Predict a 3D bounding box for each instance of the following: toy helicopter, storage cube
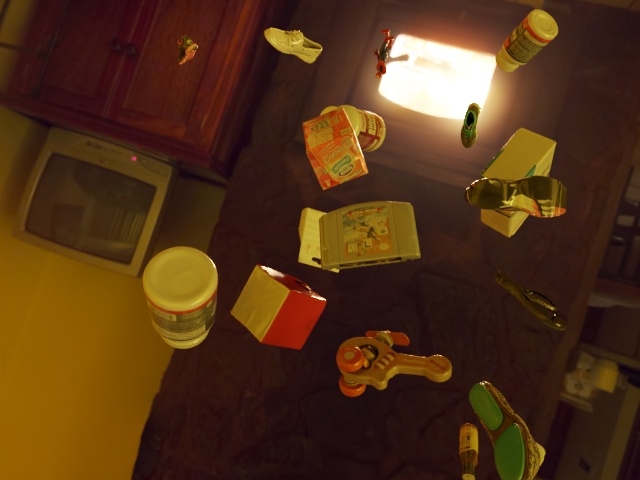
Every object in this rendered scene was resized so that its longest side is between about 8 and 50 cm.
[{"bbox_3d":[0.229,0.371,1.422,0.355,0.140,0.235,3,-148,18],"label":"toy helicopter"},{"bbox_3d":[-0.135,0.217,1.456,0.183,0.215,0.193,32,-177,40],"label":"storage cube"}]

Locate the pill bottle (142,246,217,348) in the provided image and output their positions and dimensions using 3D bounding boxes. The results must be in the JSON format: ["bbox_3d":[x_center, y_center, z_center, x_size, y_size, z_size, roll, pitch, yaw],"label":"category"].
[{"bbox_3d":[-0.436,0.196,1.435,0.210,0.210,0.363,19,144,-2],"label":"pill bottle"}]

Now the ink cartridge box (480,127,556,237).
[{"bbox_3d":[0.434,-0.123,1.013,0.086,0.148,0.203,36,168,30],"label":"ink cartridge box"}]

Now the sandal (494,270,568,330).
[{"bbox_3d":[0.649,0.179,1.382,0.254,0.054,0.097,41,-158,10],"label":"sandal"}]

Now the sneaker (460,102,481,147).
[{"bbox_3d":[0.543,-0.416,1.663,0.065,0.166,0.076,12,-147,25],"label":"sneaker"}]

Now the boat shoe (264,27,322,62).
[{"bbox_3d":[-0.110,-0.853,1.934,0.277,0.098,0.096,3,156,-43],"label":"boat shoe"}]

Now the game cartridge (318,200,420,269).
[{"bbox_3d":[0.142,-0.020,1.385,0.297,0.198,0.062,-8,159,10],"label":"game cartridge"}]

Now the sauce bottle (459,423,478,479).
[{"bbox_3d":[0.331,0.471,1.011,0.042,0.042,0.128,18,-149,7],"label":"sauce bottle"}]

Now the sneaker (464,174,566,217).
[{"bbox_3d":[0.341,-0.083,0.804,0.178,0.072,0.077,9,-174,-2],"label":"sneaker"}]

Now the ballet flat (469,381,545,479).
[{"bbox_3d":[0.682,0.692,1.607,0.182,0.164,0.483,28,-163,-9],"label":"ballet flat"}]

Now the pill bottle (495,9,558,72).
[{"bbox_3d":[0.649,-0.629,1.449,0.108,0.108,0.180,19,154,-13],"label":"pill bottle"}]

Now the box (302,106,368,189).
[{"bbox_3d":[0.039,-0.301,1.445,0.154,0.142,0.300,-20,-151,6],"label":"box"}]

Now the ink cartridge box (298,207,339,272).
[{"bbox_3d":[0.000,0.000,1.850,0.189,0.232,0.066,16,165,-22],"label":"ink cartridge box"}]

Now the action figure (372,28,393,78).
[{"bbox_3d":[0.132,-0.394,0.975,0.030,0.038,0.115,-19,155,-9],"label":"action figure"}]

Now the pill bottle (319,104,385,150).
[{"bbox_3d":[0.130,-0.471,1.896,0.169,0.169,0.301,17,-167,36],"label":"pill bottle"}]

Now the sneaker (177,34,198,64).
[{"bbox_3d":[-0.419,-0.589,1.396,0.057,0.047,0.119,50,149,-15],"label":"sneaker"}]
